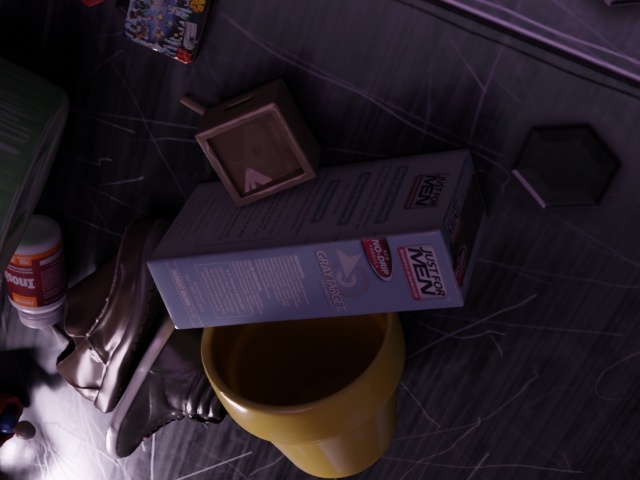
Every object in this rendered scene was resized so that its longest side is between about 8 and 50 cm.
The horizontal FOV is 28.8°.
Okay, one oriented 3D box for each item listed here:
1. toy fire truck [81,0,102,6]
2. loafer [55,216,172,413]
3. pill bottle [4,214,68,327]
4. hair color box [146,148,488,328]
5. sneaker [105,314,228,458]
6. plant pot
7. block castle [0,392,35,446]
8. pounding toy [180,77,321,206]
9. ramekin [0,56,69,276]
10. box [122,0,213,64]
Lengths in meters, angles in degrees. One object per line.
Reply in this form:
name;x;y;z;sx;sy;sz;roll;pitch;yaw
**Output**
toy fire truck;-0.267;-0.374;1.417;0.135;0.047;0.192;-20;124;23
loafer;-0.299;0.102;1.730;0.130;0.134;0.366;25;129;-1
pill bottle;-0.401;0.046;1.755;0.086;0.086;0.152;10;127;12
hair color box;0.000;0.000;1.521;0.374;0.185;0.113;-6;122;23
sneaker;-0.213;0.249;1.825;0.147;0.104;0.295;31;125;2
plant pot;-0.001;0.182;1.635;0.254;0.254;0.239;0;141;19
block castle;-0.558;0.185;1.776;0.213;0.303;0.453;18;129;14
pounding toy;-0.091;-0.129;1.529;0.141;0.100;0.130;-21;117;18
ramekin;-0.426;-0.086;1.540;0.148;0.303;0.303;22;129;-8
box;-0.176;-0.285;1.474;0.094;0.027;0.137;22;129;1
